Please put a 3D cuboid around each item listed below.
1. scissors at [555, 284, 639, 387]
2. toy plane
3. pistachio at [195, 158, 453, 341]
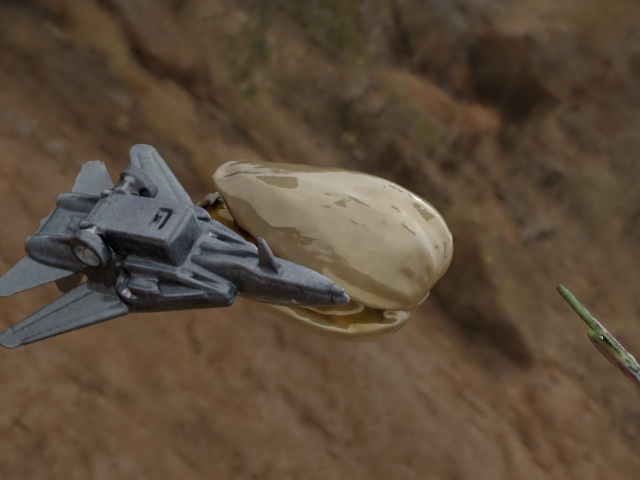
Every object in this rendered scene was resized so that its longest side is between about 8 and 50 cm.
[{"bbox_3d":[0.310,0.123,2.015,0.187,0.020,0.133,50,1,43],"label":"scissors"},{"bbox_3d":[-0.100,0.009,1.435,0.267,0.212,0.088,7,-39,35],"label":"toy plane"},{"bbox_3d":[0.000,0.000,1.695,0.229,0.157,0.157,18,23,-16],"label":"pistachio"}]
